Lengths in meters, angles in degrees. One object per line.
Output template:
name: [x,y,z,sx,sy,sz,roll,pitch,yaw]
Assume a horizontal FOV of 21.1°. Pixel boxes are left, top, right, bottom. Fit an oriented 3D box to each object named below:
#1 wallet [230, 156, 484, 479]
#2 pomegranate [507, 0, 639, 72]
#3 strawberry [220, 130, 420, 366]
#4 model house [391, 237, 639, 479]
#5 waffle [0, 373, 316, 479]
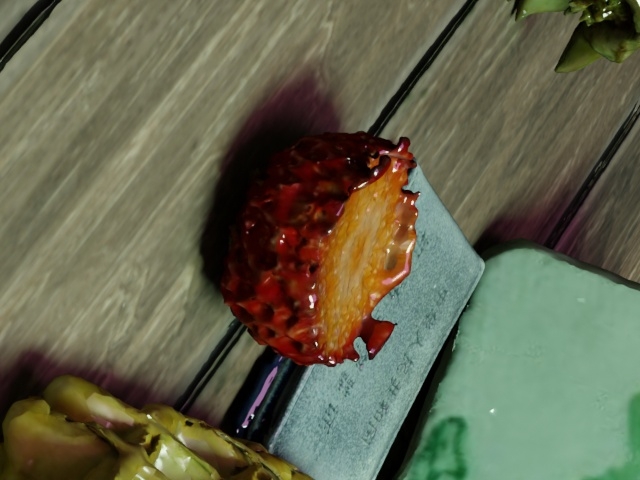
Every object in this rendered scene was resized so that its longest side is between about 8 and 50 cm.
wallet: [0.030,0.071,1.114,0.222,0.036,0.167,-60,148,-14]
pomegranate: [0.271,-0.239,1.118,0.341,0.260,0.260,-34,147,5]
strawberry: [0.000,0.000,0.974,0.145,0.086,0.145,-36,138,-40]
model house: [0.192,0.171,1.330,0.267,0.194,0.325,-67,163,-6]
waffle: [-0.009,0.220,0.844,0.095,0.379,0.382,-46,143,13]
